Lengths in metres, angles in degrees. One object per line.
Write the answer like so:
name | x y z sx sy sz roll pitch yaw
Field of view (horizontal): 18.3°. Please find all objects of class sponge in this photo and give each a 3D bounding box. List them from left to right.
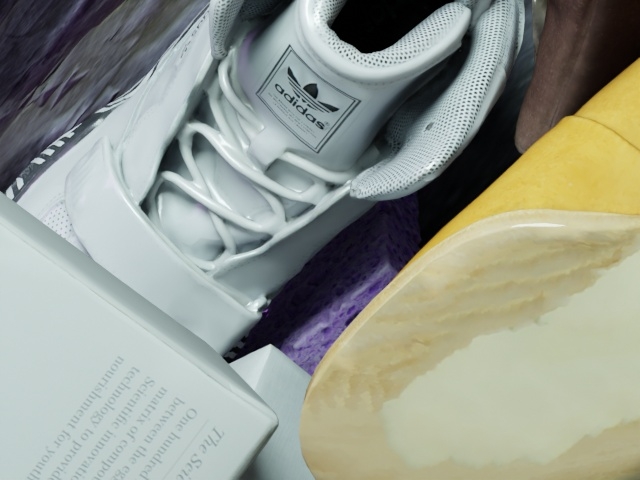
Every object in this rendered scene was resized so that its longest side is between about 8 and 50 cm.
sponge | 0.000 0.000 1.034 0.117 0.031 0.210 -41 24 22

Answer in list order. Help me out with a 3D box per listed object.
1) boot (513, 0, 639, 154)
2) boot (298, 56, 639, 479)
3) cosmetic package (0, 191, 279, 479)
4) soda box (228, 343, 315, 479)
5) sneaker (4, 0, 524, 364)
boot | 0.124 -0.114 0.766 0.248 0.090 0.207 -39 -27 -58
boot | 0.128 -0.024 0.715 0.295 0.104 0.211 -36 11 17
cosmetic package | -0.179 0.078 0.733 0.224 0.224 0.138 -52 17 -1
soda box | -0.056 0.185 0.762 0.091 0.098 0.286 -27 31 45
sneaker | -0.045 -0.032 0.886 0.366 0.137 0.210 -48 4 -5
